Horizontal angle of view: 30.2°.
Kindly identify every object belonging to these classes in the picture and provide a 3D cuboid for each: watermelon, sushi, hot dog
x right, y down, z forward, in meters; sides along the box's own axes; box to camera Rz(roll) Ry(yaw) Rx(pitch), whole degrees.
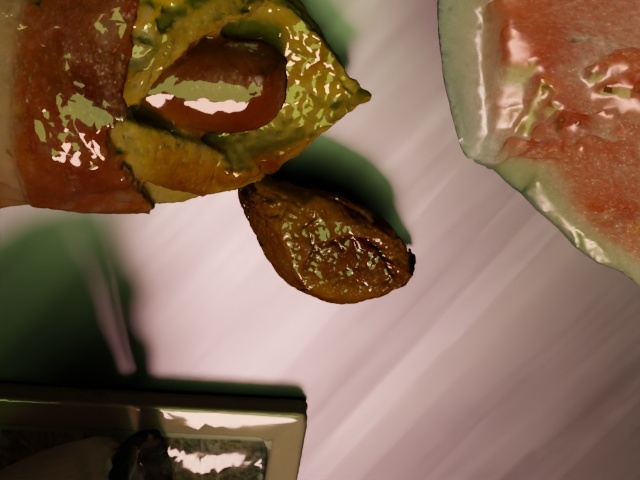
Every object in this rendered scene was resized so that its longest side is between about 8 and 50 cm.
[{"bbox_3d":[0.166,-0.088,0.445,0.305,0.180,0.224,36,94,-21],"label":"watermelon"},{"bbox_3d":[0.000,0.000,0.547,0.099,0.047,0.050,37,90,-23],"label":"sushi"},{"bbox_3d":[-0.106,-0.066,0.470,0.262,0.093,0.123,-1,117,-6],"label":"hot dog"}]

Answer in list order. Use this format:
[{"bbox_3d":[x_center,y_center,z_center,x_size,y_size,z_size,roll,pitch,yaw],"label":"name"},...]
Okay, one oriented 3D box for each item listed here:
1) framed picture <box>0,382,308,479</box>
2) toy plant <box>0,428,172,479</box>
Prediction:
[{"bbox_3d":[-0.180,0.175,0.631,0.324,0.020,0.240,6,116,-10],"label":"framed picture"},{"bbox_3d":[-0.219,0.216,0.515,0.332,0.247,0.247,-9,118,0],"label":"toy plant"}]
